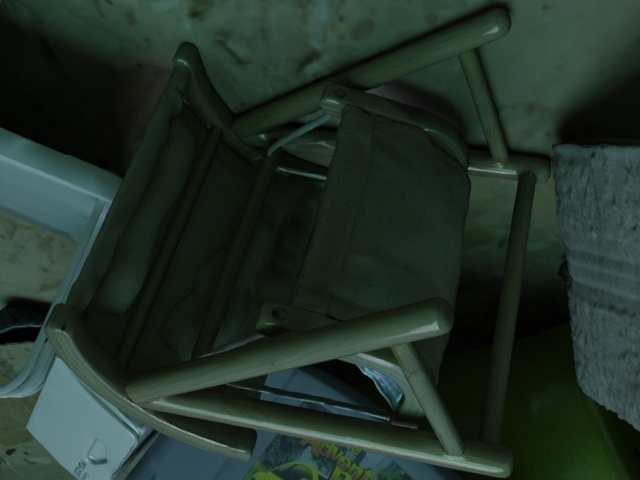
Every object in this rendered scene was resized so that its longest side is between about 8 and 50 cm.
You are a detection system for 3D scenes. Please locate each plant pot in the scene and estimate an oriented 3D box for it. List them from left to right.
[{"bbox_3d":[0.128,0.249,0.859,0.353,0.366,0.366,-31,125,23],"label":"plant pot"}]

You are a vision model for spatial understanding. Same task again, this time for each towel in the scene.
[{"bbox_3d":[0.204,0.035,0.585,0.049,0.187,0.282,-8,-173,-8],"label":"towel"}]

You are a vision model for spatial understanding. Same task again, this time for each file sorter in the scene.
[{"bbox_3d":[-0.275,0.018,0.773,0.192,0.173,0.277,22,167,-8],"label":"file sorter"}]

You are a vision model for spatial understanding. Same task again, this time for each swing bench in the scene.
[{"bbox_3d":[0.000,0.000,0.657,0.254,0.253,0.165,-2,139,24],"label":"swing bench"}]

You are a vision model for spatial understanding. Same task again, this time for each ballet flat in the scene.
[{"bbox_3d":[-0.265,0.103,1.061,0.173,0.049,0.057,7,143,13],"label":"ballet flat"}]

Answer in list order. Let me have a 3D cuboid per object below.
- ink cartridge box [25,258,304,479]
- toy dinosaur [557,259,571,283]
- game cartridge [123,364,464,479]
[{"bbox_3d":[-0.130,0.089,0.841,0.092,0.218,0.158,40,141,2],"label":"ink cartridge box"},{"bbox_3d":[0.230,0.025,0.782,0.090,0.047,0.082,29,161,-32],"label":"toy dinosaur"},{"bbox_3d":[0.003,0.213,0.719,0.294,0.196,0.060,38,180,19],"label":"game cartridge"}]
